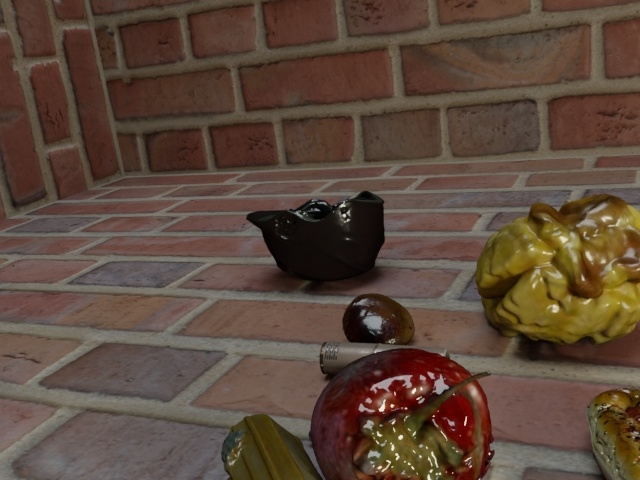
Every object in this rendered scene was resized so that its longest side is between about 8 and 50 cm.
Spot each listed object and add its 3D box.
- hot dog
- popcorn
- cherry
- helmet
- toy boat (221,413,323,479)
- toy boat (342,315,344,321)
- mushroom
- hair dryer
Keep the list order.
[{"bbox_3d":[0.366,0.229,0.742,0.144,0.075,0.268,-7,14,10],"label":"hot dog"},{"bbox_3d":[0.365,0.058,1.107,0.264,0.225,0.332,-4,-10,-32],"label":"popcorn"},{"bbox_3d":[0.082,0.202,0.782,0.192,0.175,0.249,-43,16,-7],"label":"cherry"},{"bbox_3d":[0.000,0.000,1.509,0.305,0.177,0.225,-9,9,21],"label":"helmet"},{"bbox_3d":[-0.048,0.280,0.714,0.115,0.089,0.310,-48,24,-3],"label":"toy boat"},{"bbox_3d":[0.068,0.144,1.233,0.038,0.038,0.083,-16,18,-26],"label":"toy boat"},{"bbox_3d":[0.097,0.136,1.172,0.123,0.052,0.123,2,43,-2],"label":"mushroom"},{"bbox_3d":[0.068,0.209,0.984,0.195,0.054,0.220,-1,19,21],"label":"hair dryer"}]
